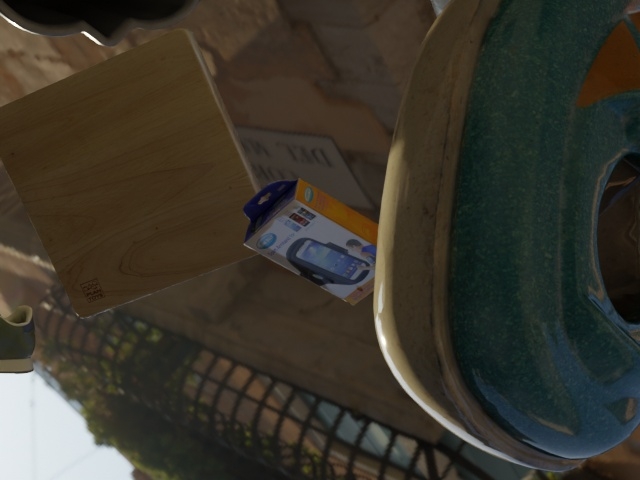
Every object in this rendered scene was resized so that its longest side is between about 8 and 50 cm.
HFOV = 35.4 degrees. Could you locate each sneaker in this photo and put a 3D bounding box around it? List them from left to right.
[{"bbox_3d":[-0.406,0.107,1.149,0.064,0.192,0.086,8,-91,34],"label":"sneaker"}]

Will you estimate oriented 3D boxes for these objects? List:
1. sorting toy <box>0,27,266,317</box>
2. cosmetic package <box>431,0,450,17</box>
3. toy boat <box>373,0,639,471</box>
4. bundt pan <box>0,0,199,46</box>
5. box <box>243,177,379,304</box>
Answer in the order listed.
[{"bbox_3d":[-0.203,-0.078,1.139,0.257,0.255,0.089,-20,-168,14],"label":"sorting toy"},{"bbox_3d":[0.091,-0.256,0.701,0.060,0.239,0.099,-28,-160,-11],"label":"cosmetic package"},{"bbox_3d":[0.166,-0.005,0.516,0.148,0.318,0.268,-6,-115,42],"label":"toy boat"},{"bbox_3d":[-0.188,-0.301,0.678,0.124,0.331,0.331,13,-123,40],"label":"bundt pan"},{"bbox_3d":[0.000,0.000,0.852,0.081,0.136,0.028,-40,-149,42],"label":"box"}]
